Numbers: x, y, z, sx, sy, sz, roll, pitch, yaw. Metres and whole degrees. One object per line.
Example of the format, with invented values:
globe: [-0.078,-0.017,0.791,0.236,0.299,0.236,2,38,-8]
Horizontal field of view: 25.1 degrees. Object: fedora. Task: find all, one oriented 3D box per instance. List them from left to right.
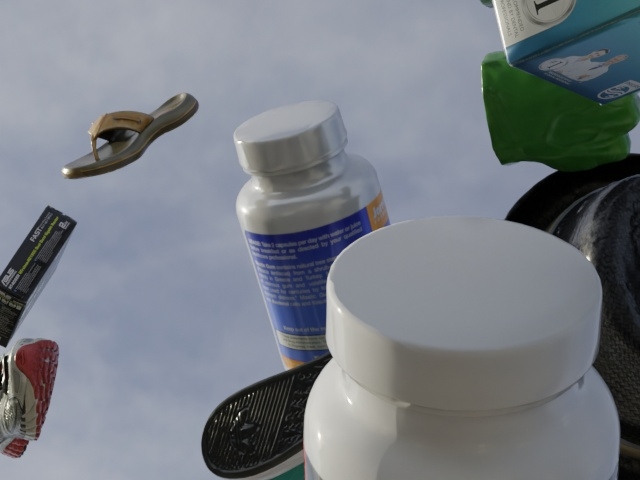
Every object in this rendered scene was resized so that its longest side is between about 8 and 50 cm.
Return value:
fedora: [0.304,0.062,1.290,0.334,0.334,0.152,8,-17,2]

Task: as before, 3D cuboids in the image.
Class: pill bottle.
pill bottle: [0.000,0.000,1.490,0.152,0.152,0.272,-10,-68,14]
pill bottle: [0.093,0.180,0.975,0.210,0.210,0.362,1,-62,6]

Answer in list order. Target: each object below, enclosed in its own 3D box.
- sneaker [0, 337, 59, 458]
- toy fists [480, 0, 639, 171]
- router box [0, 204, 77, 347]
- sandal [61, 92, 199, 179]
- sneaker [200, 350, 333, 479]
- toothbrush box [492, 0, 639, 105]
sneaker: [-0.308,0.151,1.360,0.093,0.088,0.225,17,-31,-17]
toy fists: [0.220,-0.201,1.286,0.142,0.096,0.279,-7,-92,30]
router box: [-0.300,0.037,1.464,0.038,0.122,0.092,29,-42,-5]
sandal: [-0.191,-0.110,1.406,0.072,0.180,0.049,-5,-63,44]
sneaker: [0.062,0.174,1.295,0.296,0.123,0.178,-19,-31,23]
toothbrush box: [0.233,-0.234,0.793,0.296,0.216,0.126,-23,-19,33]
